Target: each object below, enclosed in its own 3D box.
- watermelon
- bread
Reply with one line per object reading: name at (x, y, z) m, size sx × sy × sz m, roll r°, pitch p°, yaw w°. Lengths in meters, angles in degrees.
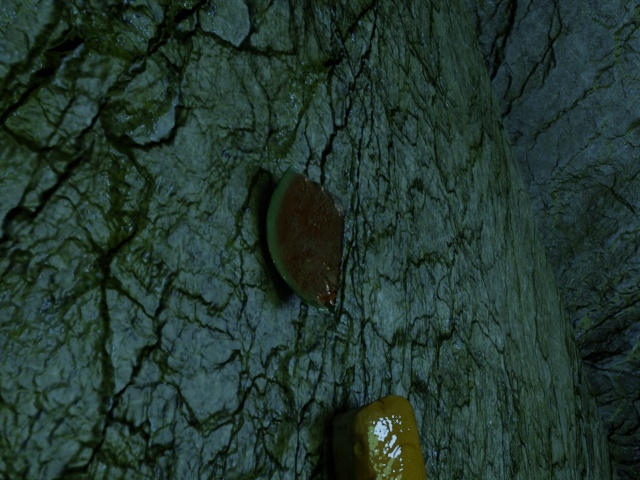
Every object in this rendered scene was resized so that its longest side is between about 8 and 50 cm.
watermelon at (-0.014, -0.001, 0.869) m, size 0.146 × 0.129 × 0.230 m, roll 7°, pitch 87°, yaw -80°
bread at (0.103, 0.393, 0.877) m, size 0.174 × 0.121 × 0.245 m, roll 2°, pitch 80°, yaw -54°
